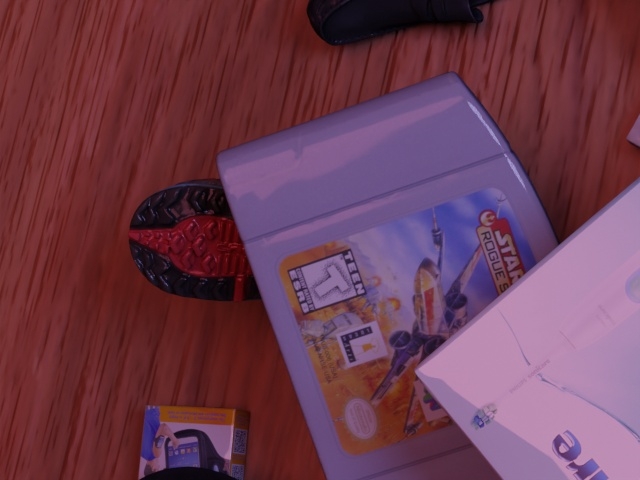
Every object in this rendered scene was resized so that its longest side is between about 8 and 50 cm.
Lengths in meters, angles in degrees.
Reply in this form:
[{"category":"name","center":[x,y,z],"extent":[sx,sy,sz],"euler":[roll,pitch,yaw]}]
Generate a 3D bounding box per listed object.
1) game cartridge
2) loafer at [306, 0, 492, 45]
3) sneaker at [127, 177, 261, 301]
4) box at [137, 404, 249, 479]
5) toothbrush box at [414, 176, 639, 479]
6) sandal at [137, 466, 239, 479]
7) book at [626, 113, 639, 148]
[{"category":"game cartridge","center":[0.070,0.050,0.933],"extent":[0.198,0.062,0.297],"euler":[-19,95,12]},{"category":"loafer","center":[0.095,-0.195,1.041],"extent":[0.223,0.076,0.078],"euler":[-22,62,15]},{"category":"sneaker","center":[0.000,0.000,1.024],"extent":[0.262,0.125,0.104],"euler":[16,106,2]},{"category":"box","center":[-0.100,0.195,1.071],"extent":[0.081,0.028,0.136],"euler":[-1,76,25]},{"category":"toothbrush box","center":[0.237,0.063,0.810],"extent":[0.295,0.126,0.216],"euler":[-42,79,8]},{"category":"sandal","center":[-0.057,0.215,0.971],"extent":[0.254,0.054,0.097],"euler":[13,65,38]},{"category":"book","center":[0.293,-0.073,0.947],"extent":[0.144,0.035,0.096],"euler":[32,95,25]}]
